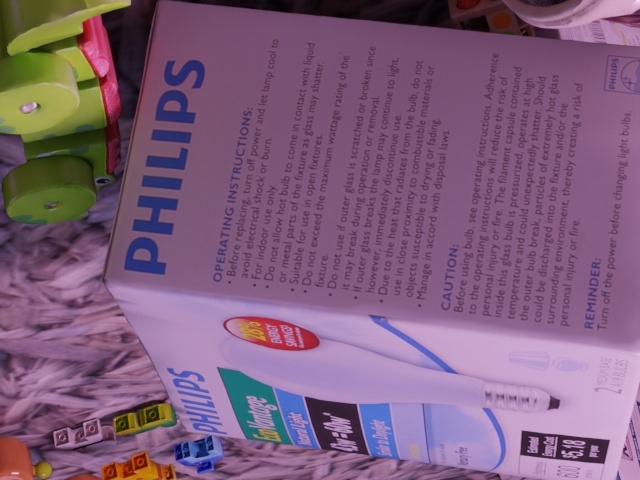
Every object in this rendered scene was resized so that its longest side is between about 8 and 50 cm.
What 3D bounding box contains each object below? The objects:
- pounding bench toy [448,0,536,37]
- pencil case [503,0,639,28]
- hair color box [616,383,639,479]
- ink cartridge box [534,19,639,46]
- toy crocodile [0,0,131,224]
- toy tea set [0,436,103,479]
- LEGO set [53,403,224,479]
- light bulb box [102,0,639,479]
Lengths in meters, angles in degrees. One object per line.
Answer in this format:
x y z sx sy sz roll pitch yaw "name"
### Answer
0.123 -0.169 1.333 0.052 0.083 0.065 -16 125 11 "pounding bench toy"
0.297 -0.195 1.215 0.410 0.160 0.183 4 156 -33 "pencil case"
0.393 0.279 2.324 0.105 0.174 0.347 -23 154 26 "hair color box"
0.225 -0.126 1.425 0.122 0.089 0.052 2 153 -29 "ink cartridge box"
-0.178 -0.104 1.244 0.105 0.115 0.340 -10 156 -7 "toy crocodile"
-0.384 0.270 1.994 0.200 0.124 0.336 -47 130 12 "toy tea set"
-0.172 0.231 2.047 0.227 0.087 0.093 -17 156 15 "LEGO set"
0.061 0.014 1.361 0.361 0.225 0.358 6 159 9 "light bulb box"
